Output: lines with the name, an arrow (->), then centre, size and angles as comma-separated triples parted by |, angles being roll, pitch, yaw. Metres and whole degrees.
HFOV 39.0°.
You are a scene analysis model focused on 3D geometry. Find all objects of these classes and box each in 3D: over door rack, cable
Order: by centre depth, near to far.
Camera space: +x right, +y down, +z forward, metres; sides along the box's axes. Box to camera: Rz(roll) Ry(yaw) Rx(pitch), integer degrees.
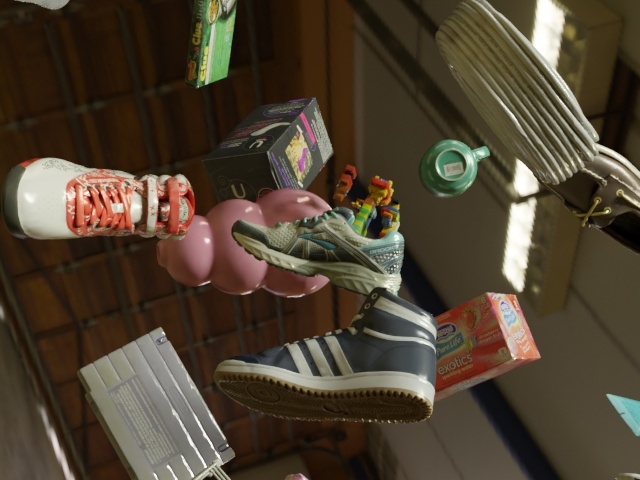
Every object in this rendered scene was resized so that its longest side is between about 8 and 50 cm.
cable -> 0.239, -0.186, 1.125 | 0.257, 0.089, 0.257 | 41, 15, -47
over door rack -> -0.239, 0.608, 1.816 | 0.239, 0.324, 0.108 | 45, -59, 12

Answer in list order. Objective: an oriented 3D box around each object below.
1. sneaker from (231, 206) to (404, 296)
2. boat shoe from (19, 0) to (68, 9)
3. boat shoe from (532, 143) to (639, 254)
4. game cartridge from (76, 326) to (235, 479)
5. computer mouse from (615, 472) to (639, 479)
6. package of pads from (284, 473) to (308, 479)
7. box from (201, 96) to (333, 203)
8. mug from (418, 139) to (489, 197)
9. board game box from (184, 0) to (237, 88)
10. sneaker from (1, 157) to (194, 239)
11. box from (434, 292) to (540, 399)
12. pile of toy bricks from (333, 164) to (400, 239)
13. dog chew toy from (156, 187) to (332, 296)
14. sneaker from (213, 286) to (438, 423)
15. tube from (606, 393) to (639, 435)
sneaker -> 0.000, 0.000, 1.439 | 0.110, 0.283, 0.122 | 5, 101, -84
boat shoe -> -0.332, -0.296, 1.020 | 0.040, 0.049, 0.142 | 48, 8, 7
boat shoe -> 0.465, -0.061, 1.457 | 0.117, 0.324, 0.096 | -28, -138, 55
game cartridge -> -0.383, 0.405, 2.089 | 0.355, 0.230, 0.068 | 59, -25, 7
computer mouse -> 0.636, 0.475, 1.678 | 0.106, 0.193, 0.042 | 123, -19, -67
package of pads -> -0.025, 0.274, 0.877 | 0.032, 0.083, 0.050 | -16, -50, 46
box -> -0.105, -0.179, 1.925 | 0.270, 0.165, 0.143 | -55, 133, -51
mug -> 0.301, -0.177, 2.079 | 0.129, 0.157, 0.097 | 33, -3, 2
board game box -> -0.180, -0.399, 1.550 | 0.136, 0.030, 0.259 | -50, 153, -67
sneaker -> -0.237, -0.045, 1.035 | 0.270, 0.145, 0.090 | -4, 96, -78
box -> 0.293, 0.238, 1.953 | 0.300, 0.142, 0.154 | -31, -112, 31
pile of toy bricks -> 0.075, -0.039, 1.624 | 0.118, 0.105, 0.212 | 21, -19, 16
dog chew toy -> -0.133, 0.012, 1.670 | 0.207, 0.332, 0.206 | 175, -90, -72
sneaker -> 0.013, 0.140, 1.139 | 0.099, 0.282, 0.153 | 68, 30, -48
tube -> 0.542, 0.296, 1.493 | 0.052, 0.207, 0.080 | -51, -132, 18
